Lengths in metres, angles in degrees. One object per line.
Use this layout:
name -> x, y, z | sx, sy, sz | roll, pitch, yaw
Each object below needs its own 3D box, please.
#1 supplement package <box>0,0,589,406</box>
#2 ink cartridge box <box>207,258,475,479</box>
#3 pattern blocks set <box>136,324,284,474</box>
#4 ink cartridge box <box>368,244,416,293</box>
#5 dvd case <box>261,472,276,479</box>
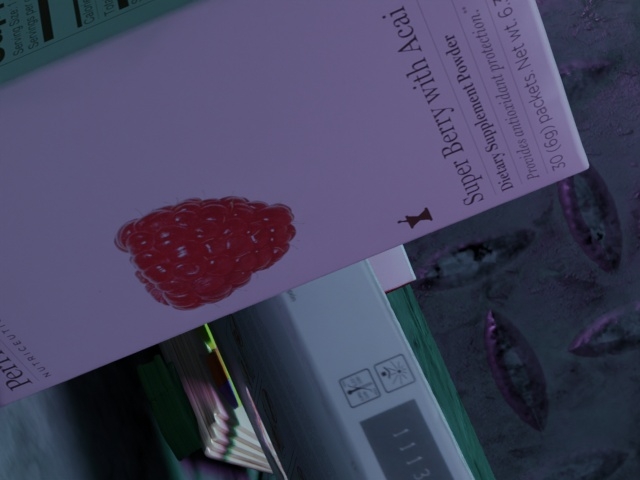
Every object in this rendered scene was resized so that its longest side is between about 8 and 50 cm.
supplement package -> -0.061, -0.085, 0.665 | 0.177, 0.293, 0.175 | 60, 11, -47
ink cartridge box -> -0.001, 0.084, 0.859 | 0.239, 0.060, 0.275 | 98, -31, -66
pattern blocks set -> -0.065, 0.091, 1.046 | 0.285, 0.026, 0.325 | 63, 9, 11
ink cartridge box -> 0.000, 0.000, 1.351 | 0.309, 0.130, 0.272 | 32, 36, -88
dvd case -> -0.005, 0.277, 1.047 | 0.253, 0.022, 0.180 | -83, 150, -76
